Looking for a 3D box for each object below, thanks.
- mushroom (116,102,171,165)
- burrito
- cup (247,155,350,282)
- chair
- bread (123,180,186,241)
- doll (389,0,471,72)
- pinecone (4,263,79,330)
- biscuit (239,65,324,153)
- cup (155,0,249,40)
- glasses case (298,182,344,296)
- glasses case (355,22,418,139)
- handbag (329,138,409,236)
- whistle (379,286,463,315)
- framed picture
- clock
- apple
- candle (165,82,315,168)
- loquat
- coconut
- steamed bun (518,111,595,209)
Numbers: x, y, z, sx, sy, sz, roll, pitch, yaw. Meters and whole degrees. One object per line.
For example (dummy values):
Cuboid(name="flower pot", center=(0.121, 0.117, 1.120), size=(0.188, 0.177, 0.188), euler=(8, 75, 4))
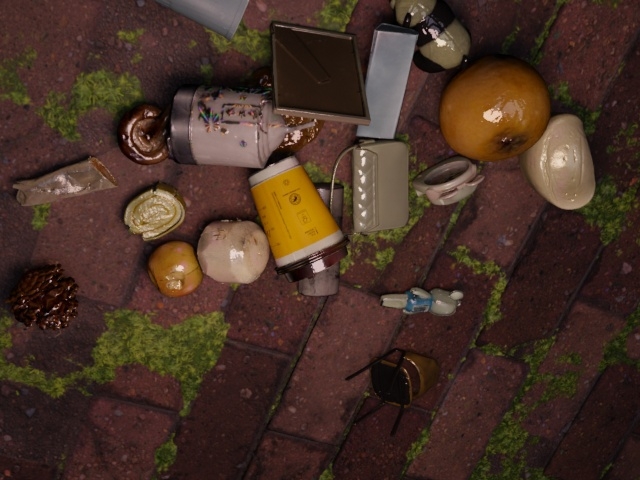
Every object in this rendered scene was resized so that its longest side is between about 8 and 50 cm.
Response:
Cuboid(name="mushroom", center=(-0.387, -0.256, 1.364), size=(0.170, 0.080, 0.135), euler=(-43, 124, 5))
Cuboid(name="burrito", center=(-0.594, -0.133, 1.368), size=(0.226, 0.060, 0.087), euler=(-17, 117, -8))
Cuboid(name="cup", center=(-0.059, -0.050, 1.418), size=(0.196, 0.196, 0.279), euler=(-26, 92, -3))
Cuboid(name="chair", center=(0.212, 0.419, 1.704), size=(0.247, 0.172, 0.158), euler=(-33, 122, -48))
Cuboid(name="bread", center=(-0.404, -0.066, 1.435), size=(0.156, 0.064, 0.117), euler=(-31, 109, 0))
Cuboid(name="doll", center=(0.261, -0.503, 1.397), size=(0.143, 0.135, 0.234), euler=(-45, 108, 3))
Cuboid(name="pinecone", center=(-0.652, 0.140, 1.406), size=(0.174, 0.173, 0.173), euler=(-4, 110, -11))
Cuboid(name="biscuit", center=(-0.095, -0.315, 1.429), size=(0.226, 0.042, 0.226), euler=(-4, 110, -10))
Cuboid(name="cup", center=(-0.259, -0.619, 1.169), size=(0.311, 0.257, 0.331), euler=(21, 105, -17))
Cuboid(name="glasses case", center=(0.000, 0.000, 1.552), size=(0.114, 0.060, 0.299), euler=(-2, 110, -14))
Cuboid(name="glasses case", center=(0.152, -0.373, 1.407), size=(0.105, 0.056, 0.266), euler=(3, 129, -8))
Cuboid(name="handbag", center=(0.118, -0.133, 1.507), size=(0.219, 0.079, 0.256), euler=(-11, 112, -22))
Cuboid(name="whistle", center=(0.283, 0.170, 1.673), size=(0.236, 0.077, 0.114), euler=(3, 137, -8))
Cuboid(name="framed picture", center=(-0.006, -0.377, 1.320), size=(0.211, 0.289, 0.020), euler=(5, 146, -15))
Cuboid(name="clock", center=(0.329, -0.147, 1.504), size=(0.151, 0.191, 0.062), euler=(-28, 112, -2))
Cuboid(name="apple", center=(-0.360, 0.072, 1.455), size=(0.146, 0.146, 0.146), euler=(-4, 110, -11))
Cuboid(name="candle", center=(-0.172, -0.251, 1.317), size=(0.330, 0.187, 0.187), euler=(4, 109, 5))
Cuboid(name="loquat", center=(0.419, -0.314, 1.436), size=(0.263, 0.263, 0.263), euler=(-4, 110, -11))
Cuboid(name="coconut", center=(-0.225, 0.024, 1.458), size=(0.183, 0.171, 0.171), euler=(2, 114, 28))
Cuboid(name="steamed bun", center=(0.610, -0.205, 1.544), size=(0.155, 0.200, 0.250), euler=(-18, 105, 12))
